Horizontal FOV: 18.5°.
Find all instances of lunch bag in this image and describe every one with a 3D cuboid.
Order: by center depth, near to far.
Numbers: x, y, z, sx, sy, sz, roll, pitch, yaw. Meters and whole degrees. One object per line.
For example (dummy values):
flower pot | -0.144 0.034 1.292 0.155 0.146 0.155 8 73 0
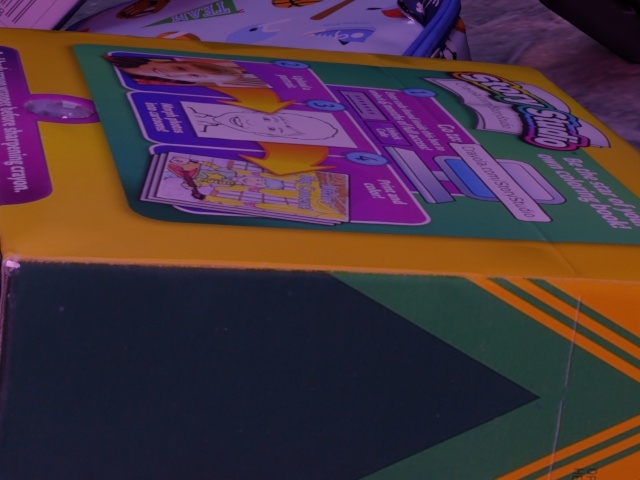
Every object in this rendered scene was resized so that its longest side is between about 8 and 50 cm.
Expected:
lunch bag | -0.053 -0.075 1.210 0.303 0.115 0.243 -3 25 23

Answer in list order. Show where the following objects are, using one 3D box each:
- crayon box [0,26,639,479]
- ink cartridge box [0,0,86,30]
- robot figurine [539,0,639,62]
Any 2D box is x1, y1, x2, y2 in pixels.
crayon box | 0.000 0.000 0.889 0.313 0.106 0.363 4 18 -13
ink cartridge box | -0.258 -0.246 1.291 0.395 0.270 0.151 -43 15 21
robot figurine | 0.243 -0.247 1.318 0.173 0.278 0.209 -30 44 44
